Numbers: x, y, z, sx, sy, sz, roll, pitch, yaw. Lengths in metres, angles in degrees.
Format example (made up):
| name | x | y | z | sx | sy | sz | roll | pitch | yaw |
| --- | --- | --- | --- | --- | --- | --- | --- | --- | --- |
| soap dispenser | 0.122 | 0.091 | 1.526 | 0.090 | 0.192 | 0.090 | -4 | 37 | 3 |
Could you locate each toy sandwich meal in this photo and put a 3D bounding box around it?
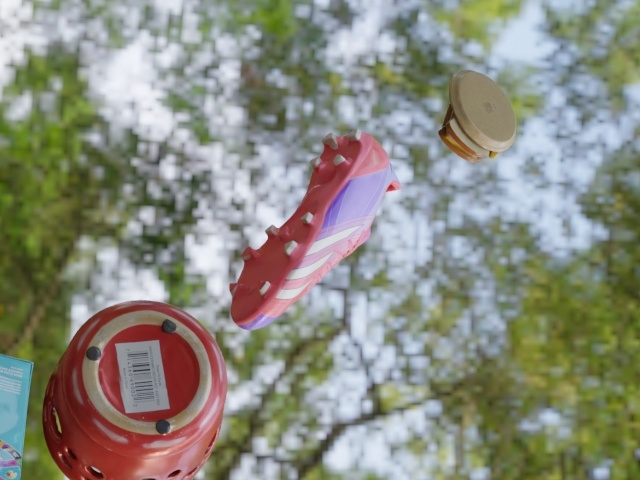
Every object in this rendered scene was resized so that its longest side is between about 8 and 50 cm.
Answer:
| name | x | y | z | sx | sy | sz | roll | pitch | yaw |
| --- | --- | --- | --- | --- | --- | --- | --- | --- | --- |
| toy sandwich meal | 0.131 | -0.104 | 1.591 | 0.029 | 0.085 | 0.085 | -33 | -121 | 40 |

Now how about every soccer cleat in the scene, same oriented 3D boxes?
| name | x | y | z | sx | sy | sz | roll | pitch | yaw |
| --- | --- | --- | --- | --- | --- | --- | --- | --- | --- |
| soccer cleat | 0.000 | 0.000 | 1.837 | 0.083 | 0.095 | 0.248 | -7 | -136 | 48 |

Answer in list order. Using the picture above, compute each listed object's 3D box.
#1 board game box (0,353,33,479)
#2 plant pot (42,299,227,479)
| name | x | y | z | sx | sy | sz | roll | pitch | yaw |
| --- | --- | --- | --- | --- | --- | --- | --- | --- | --- |
| board game box | -0.478 | 0.272 | 2.187 | 0.079 | 0.253 | 0.336 | -43 | -142 | 48 |
| plant pot | -0.187 | 0.163 | 1.967 | 0.174 | 0.191 | 0.191 | 124 | -41 | -63 |
